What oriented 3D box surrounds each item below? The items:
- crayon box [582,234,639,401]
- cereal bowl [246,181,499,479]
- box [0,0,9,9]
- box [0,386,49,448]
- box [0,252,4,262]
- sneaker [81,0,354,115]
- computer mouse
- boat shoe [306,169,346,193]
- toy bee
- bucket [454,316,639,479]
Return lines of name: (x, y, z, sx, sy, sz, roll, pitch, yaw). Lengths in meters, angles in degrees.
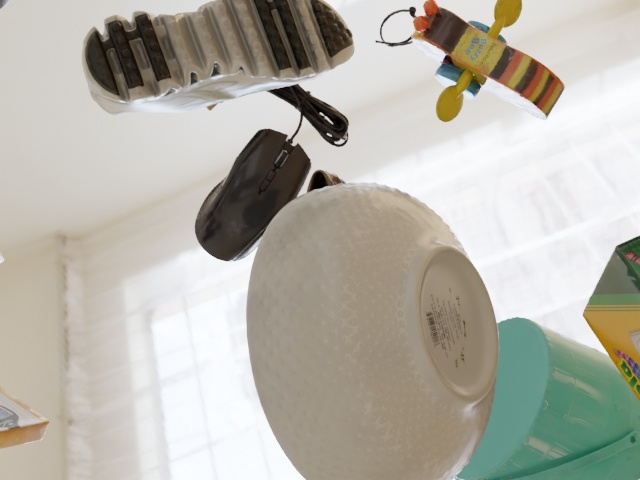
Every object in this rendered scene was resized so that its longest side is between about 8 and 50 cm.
crayon box: (0.402, 0.139, 1.004, 0.165, 0.081, 0.278, 88, 157, -60)
cereal bowl: (0.085, 0.097, 0.972, 0.339, 0.141, 0.339, 23, -120, -48)
box: (-0.301, -0.197, 0.530, 0.242, 0.307, 0.077, 31, -124, -31)
box: (-0.362, 0.190, 1.000, 0.081, 0.028, 0.136, 28, -171, 22)
box: (-0.565, 0.014, 1.466, 0.087, 0.102, 0.101, 57, 171, 6)
sneaker: (-0.108, -0.194, 1.005, 0.118, 0.292, 0.110, 133, 124, -69)
computer mouse: (-0.093, -0.112, 1.231, 0.184, 0.262, 0.060, 42, 172, -12)
boat shoe: (0.000, 0.000, 1.139, 0.066, 0.066, 0.183, 40, -138, -53)
toy bee: (0.189, -0.262, 1.326, 0.162, 0.298, 0.195, 29, -109, -67)
bucket: (0.301, 0.253, 1.316, 0.183, 0.281, 0.281, 28, -163, -19)
